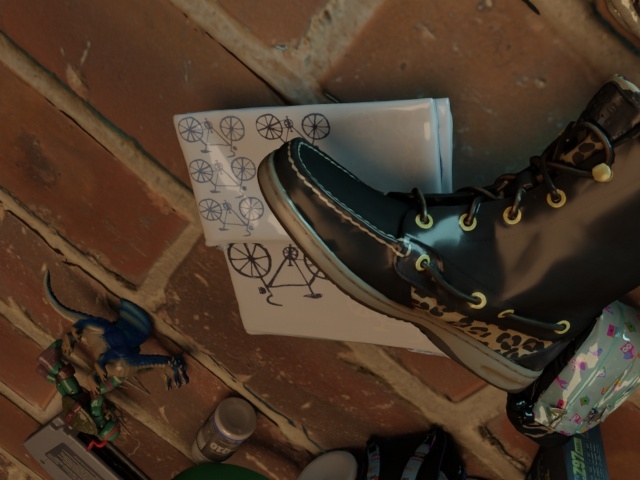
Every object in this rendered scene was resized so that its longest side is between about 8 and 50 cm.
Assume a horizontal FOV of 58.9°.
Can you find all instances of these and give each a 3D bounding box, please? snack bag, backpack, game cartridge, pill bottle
[{"bbox_3d":[0.000,0.000,0.691,0.323,0.037,0.342,2,120,21],"label":"snack bag"},{"bbox_3d":[0.133,0.390,0.859,0.158,0.173,0.116,-22,109,29],"label":"backpack"},{"bbox_3d":[0.306,0.144,0.679,0.115,0.152,0.182,29,113,-4],"label":"backpack"},{"bbox_3d":[-0.507,0.511,1.255,0.198,0.062,0.297,-33,103,37],"label":"game cartridge"},{"bbox_3d":[-0.175,0.346,1.011,0.078,0.078,0.137,35,126,-1],"label":"pill bottle"},{"bbox_3d":[0.064,0.494,0.974,0.130,0.130,0.245,-21,109,30],"label":"pill bottle"}]

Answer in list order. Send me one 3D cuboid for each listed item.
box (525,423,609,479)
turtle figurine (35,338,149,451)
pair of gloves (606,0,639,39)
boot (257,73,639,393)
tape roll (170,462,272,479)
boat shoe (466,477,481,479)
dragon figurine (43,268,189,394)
[{"bbox_3d":[0.317,0.363,0.736,0.059,0.232,0.183,13,123,10],"label":"box"},{"bbox_3d":[-0.430,0.296,1.065,0.234,0.118,0.175,44,125,0],"label":"turtle figurine"},{"bbox_3d":[0.354,-0.270,0.464,0.240,0.042,0.204,-30,105,31],"label":"pair of gloves"},{"bbox_3d":[0.163,-0.034,0.518,0.377,0.138,0.284,37,118,-17],"label":"boot"},{"bbox_3d":[-0.163,0.552,0.998,0.321,0.077,0.321,4,105,14],"label":"tape roll"},{"bbox_3d":[0.311,0.488,0.865,0.277,0.096,0.098,39,132,18],"label":"boat shoe"},{"bbox_3d":[-0.347,0.161,0.964,0.289,0.144,0.085,46,128,14],"label":"dragon figurine"}]
